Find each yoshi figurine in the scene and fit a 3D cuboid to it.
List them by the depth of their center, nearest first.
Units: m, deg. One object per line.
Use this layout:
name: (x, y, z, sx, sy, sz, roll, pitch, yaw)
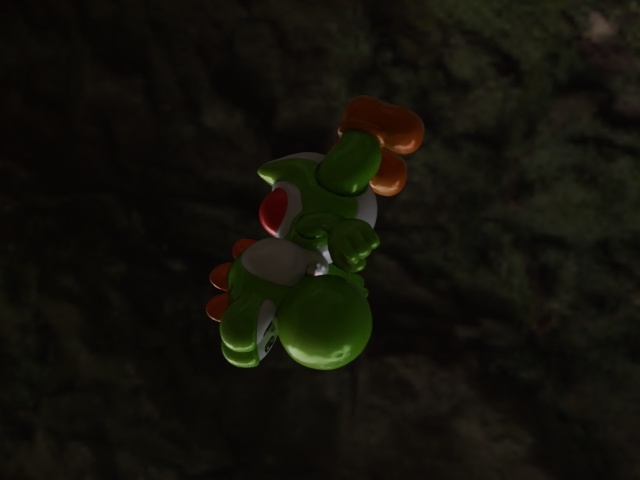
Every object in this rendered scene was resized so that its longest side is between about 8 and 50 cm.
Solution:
yoshi figurine: (0.023, 0.016, 1.833, 0.203, 0.203, 0.362, -4, -135, 46)
